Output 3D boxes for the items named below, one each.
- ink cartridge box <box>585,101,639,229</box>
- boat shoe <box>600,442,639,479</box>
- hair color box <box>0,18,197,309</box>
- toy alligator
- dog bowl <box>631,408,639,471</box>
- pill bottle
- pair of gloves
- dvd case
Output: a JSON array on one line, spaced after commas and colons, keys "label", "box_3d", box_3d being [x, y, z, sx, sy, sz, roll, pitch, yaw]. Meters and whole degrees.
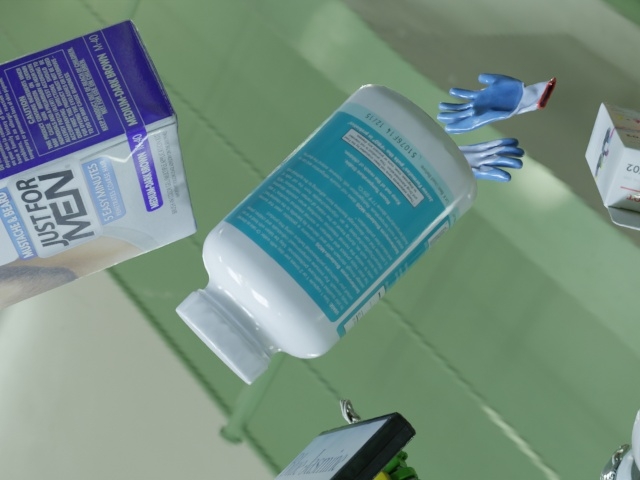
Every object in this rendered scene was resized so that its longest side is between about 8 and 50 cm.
[{"label": "ink cartridge box", "box_3d": [0.310, -0.063, 1.140, 0.104, 0.061, 0.181, 13, -157, -1]}, {"label": "boat shoe", "box_3d": [0.446, 0.341, 1.715, 0.121, 0.119, 0.335, 57, -156, 11]}, {"label": "hair color box", "box_3d": [-0.273, -0.025, 0.956, 0.339, 0.185, 0.110, -21, -115, -10]}, {"label": "toy alligator", "box_3d": [0.069, 0.222, 1.169, 0.056, 0.051, 0.189, 41, -155, -56]}, {"label": "dog bowl", "box_3d": [0.513, 0.225, 1.317, 0.349, 0.349, 0.102, 19, -142, -19]}, {"label": "pill bottle", "box_3d": [0.000, 0.000, 1.082, 0.146, 0.264, 0.146, 44, 170, 10]}, {"label": "pair of gloves", "box_3d": [0.188, -0.128, 1.478, 0.159, 0.198, 0.023, -1, 140, 44]}, {"label": "dvd case", "box_3d": [-0.056, 0.208, 0.795, 0.253, 0.180, 0.022, -43, -89, -20]}]
